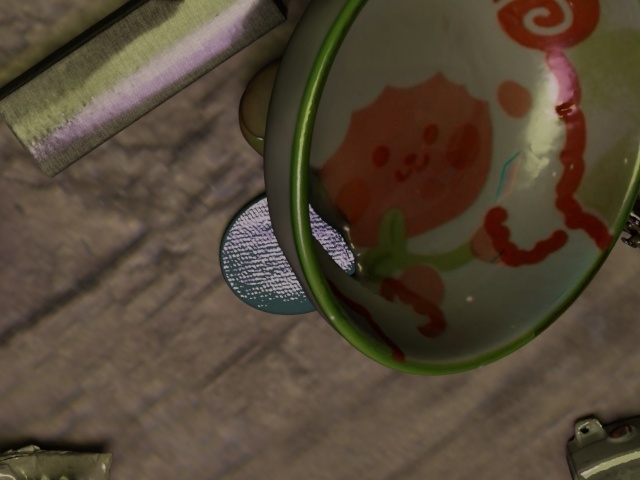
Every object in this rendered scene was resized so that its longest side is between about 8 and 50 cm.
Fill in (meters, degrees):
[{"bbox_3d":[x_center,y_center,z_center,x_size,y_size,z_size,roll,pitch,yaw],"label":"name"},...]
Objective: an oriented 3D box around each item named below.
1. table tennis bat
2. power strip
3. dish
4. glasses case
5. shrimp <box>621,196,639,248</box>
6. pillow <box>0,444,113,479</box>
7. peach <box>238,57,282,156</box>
[{"bbox_3d":[0.000,0.000,1.347,0.155,0.019,0.100,-23,111,8],"label":"table tennis bat"},{"bbox_3d":[0.264,0.259,1.442,0.078,0.052,0.272,-19,111,4],"label":"power strip"},{"bbox_3d":[0.075,-0.080,1.233,0.324,0.124,0.324,-15,116,-35],"label":"dish"},{"bbox_3d":[-0.125,-0.128,1.275,0.205,0.047,0.071,-32,109,10],"label":"glasses case"},{"bbox_3d":[0.318,-0.012,1.340,0.219,0.046,0.152,25,109,-16],"label":"shrimp"},{"bbox_3d":[-0.230,0.247,1.404,0.134,0.078,0.181,3,114,-1],"label":"pillow"},{"bbox_3d":[-0.016,-0.091,1.279,0.083,0.083,0.083,-1,112,-2],"label":"peach"}]
